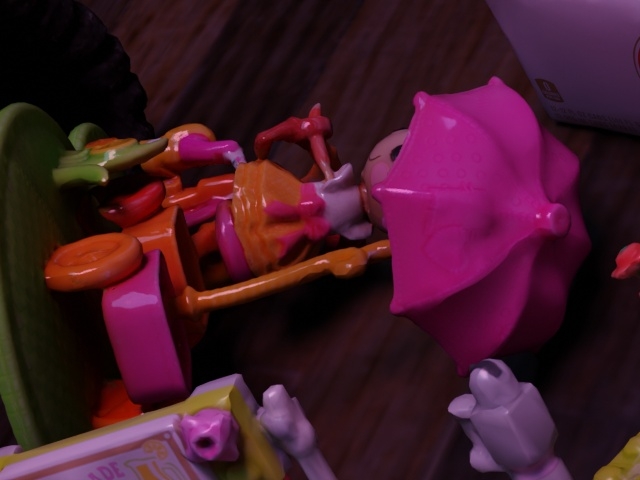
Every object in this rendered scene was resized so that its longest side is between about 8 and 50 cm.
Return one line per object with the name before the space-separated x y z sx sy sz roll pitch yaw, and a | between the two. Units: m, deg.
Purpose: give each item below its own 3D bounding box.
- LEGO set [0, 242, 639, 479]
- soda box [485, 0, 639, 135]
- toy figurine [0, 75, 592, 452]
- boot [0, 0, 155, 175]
LEGO set | 0.026 0.047 0.399 0.287 0.107 0.132 -27 18 6
soda box | 0.153 -0.065 0.483 0.216 0.069 0.074 15 61 44
toy figurine | 0.000 0.000 0.524 0.159 0.130 0.173 -12 19 8
boot | -0.255 -0.066 0.596 0.260 0.348 0.131 16 101 46
